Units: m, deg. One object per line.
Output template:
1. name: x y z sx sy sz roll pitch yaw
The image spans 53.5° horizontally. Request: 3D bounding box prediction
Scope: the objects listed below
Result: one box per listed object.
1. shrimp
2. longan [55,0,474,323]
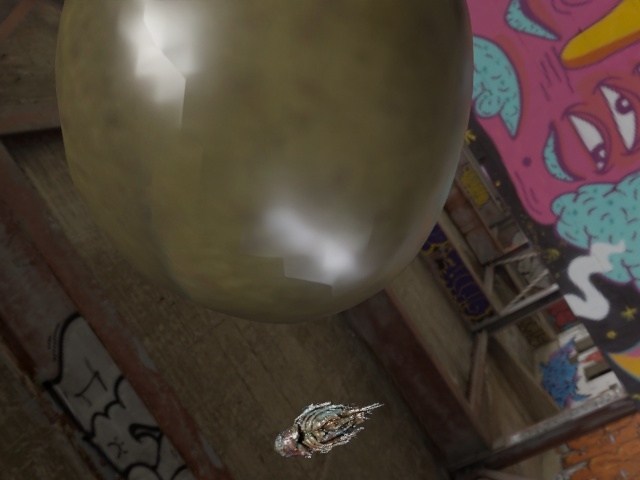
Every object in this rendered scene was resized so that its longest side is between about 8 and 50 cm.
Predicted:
1. shrimp: 0.014 0.339 1.174 0.090 0.232 0.079 66 -163 11
2. longan: -0.044 -0.118 0.511 0.361 0.361 0.361 44 -154 -28
